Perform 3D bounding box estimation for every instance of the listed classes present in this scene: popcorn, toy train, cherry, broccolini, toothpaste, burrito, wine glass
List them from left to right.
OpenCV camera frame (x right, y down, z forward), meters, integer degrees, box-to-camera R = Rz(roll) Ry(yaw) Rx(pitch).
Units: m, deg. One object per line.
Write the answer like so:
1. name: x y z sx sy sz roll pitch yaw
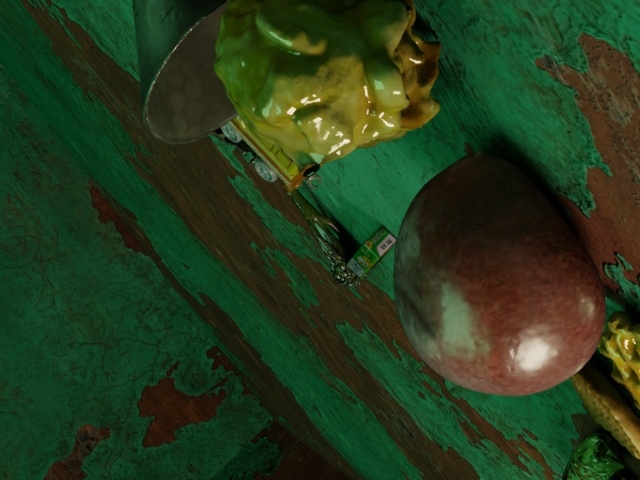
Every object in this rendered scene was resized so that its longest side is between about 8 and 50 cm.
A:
1. wine glass: -0.229 -0.345 1.844 0.406 0.267 0.267 46 167 17
2. toy train: -0.070 -0.166 2.216 0.219 0.089 0.127 47 156 1
3. popcorn: 0.006 -0.185 1.635 0.252 0.215 0.286 14 -164 11
4. broccolini: 0.015 -0.012 2.481 0.203 0.068 0.091 61 -168 -17
5. toothpaste: 0.080 0.019 2.372 0.037 0.043 0.178 43 166 3
6. cherry: 0.197 0.044 1.732 0.261 0.221 0.307 25 136 52
7. burrito: 0.418 0.352 2.268 0.104 0.054 0.288 42 166 17

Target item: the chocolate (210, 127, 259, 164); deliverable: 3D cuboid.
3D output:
1. chocolate: -0.139 -0.179 2.443 0.102 0.065 0.329 39 175 -39

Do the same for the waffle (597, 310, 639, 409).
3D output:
1. waffle: 0.432 0.199 1.792 0.291 0.051 0.291 43 164 16

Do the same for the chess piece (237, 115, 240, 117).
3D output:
1. chess piece: -0.146 -0.212 2.096 0.139 0.139 0.271 48 158 -6

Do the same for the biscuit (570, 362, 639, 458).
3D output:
1. biscuit: 0.376 0.216 1.982 0.144 0.033 0.224 56 178 -10
